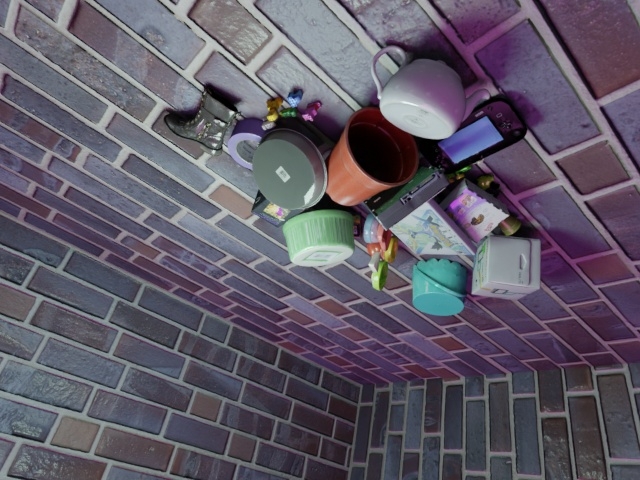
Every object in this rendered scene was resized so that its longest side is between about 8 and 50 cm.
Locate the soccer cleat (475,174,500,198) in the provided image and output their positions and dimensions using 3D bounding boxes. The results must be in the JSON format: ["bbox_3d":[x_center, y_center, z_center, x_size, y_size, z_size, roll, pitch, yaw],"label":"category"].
[{"bbox_3d":[0.624,-0.168,1.550,0.072,0.060,0.179,-11,137,31],"label":"soccer cleat"}]

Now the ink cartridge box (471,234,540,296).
[{"bbox_3d":[0.756,0.116,1.744,0.196,0.199,0.270,7,163,9],"label":"ink cartridge box"}]

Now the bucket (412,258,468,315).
[{"bbox_3d":[0.576,0.232,2.060,0.280,0.183,0.281,9,147,6],"label":"bucket"}]

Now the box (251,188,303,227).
[{"bbox_3d":[-0.136,-0.191,1.687,0.143,0.166,0.270,31,144,-26],"label":"box"}]

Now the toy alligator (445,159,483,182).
[{"bbox_3d":[0.492,-0.248,1.488,0.189,0.056,0.051,-25,174,40],"label":"toy alligator"}]

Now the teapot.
[{"bbox_3d":[0.295,-0.416,1.185,0.252,0.187,0.255,21,178,43],"label":"teapot"}]

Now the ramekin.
[{"bbox_3d":[0.000,0.000,1.758,0.302,0.149,0.303,-8,161,-3],"label":"ramekin"}]

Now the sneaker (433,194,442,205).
[{"bbox_3d":[0.494,-0.112,1.638,0.268,0.102,0.153,-6,146,31],"label":"sneaker"}]

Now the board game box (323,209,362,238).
[{"bbox_3d":[0.099,-0.073,1.894,0.170,0.048,0.141,6,145,11],"label":"board game box"}]

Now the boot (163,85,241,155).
[{"bbox_3d":[-0.417,-0.443,1.493,0.262,0.091,0.229,29,134,-4],"label":"boot"}]

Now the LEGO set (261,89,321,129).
[{"bbox_3d":[-0.122,-0.420,1.399,0.226,0.093,0.087,-7,142,29],"label":"LEGO set"}]

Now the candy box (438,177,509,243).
[{"bbox_3d":[0.545,-0.104,1.535,0.196,0.070,0.165,29,127,-12],"label":"candy box"}]

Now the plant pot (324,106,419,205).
[{"bbox_3d":[0.139,-0.255,1.426,0.272,0.273,0.265,25,153,-17],"label":"plant pot"}]

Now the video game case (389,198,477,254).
[{"bbox_3d":[0.381,-0.048,1.604,0.329,0.036,0.299,40,158,-28],"label":"video game case"}]

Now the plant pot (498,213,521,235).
[{"bbox_3d":[0.719,-0.075,1.649,0.079,0.083,0.083,38,142,-14],"label":"plant pot"}]

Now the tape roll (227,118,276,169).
[{"bbox_3d":[-0.240,-0.350,1.563,0.188,0.080,0.189,10,147,7],"label":"tape roll"}]

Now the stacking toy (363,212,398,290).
[{"bbox_3d":[0.226,0.046,1.834,0.130,0.280,0.309,11,150,24],"label":"stacking toy"}]

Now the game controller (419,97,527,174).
[{"bbox_3d":[0.477,-0.325,1.354,0.166,0.067,0.319,34,141,-28],"label":"game controller"}]

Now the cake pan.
[{"bbox_3d":[-0.117,-0.233,1.460,0.292,0.054,0.294,15,125,23],"label":"cake pan"}]

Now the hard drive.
[{"bbox_3d":[0.266,-0.154,1.391,0.236,0.339,0.064,-38,101,7],"label":"hard drive"}]
